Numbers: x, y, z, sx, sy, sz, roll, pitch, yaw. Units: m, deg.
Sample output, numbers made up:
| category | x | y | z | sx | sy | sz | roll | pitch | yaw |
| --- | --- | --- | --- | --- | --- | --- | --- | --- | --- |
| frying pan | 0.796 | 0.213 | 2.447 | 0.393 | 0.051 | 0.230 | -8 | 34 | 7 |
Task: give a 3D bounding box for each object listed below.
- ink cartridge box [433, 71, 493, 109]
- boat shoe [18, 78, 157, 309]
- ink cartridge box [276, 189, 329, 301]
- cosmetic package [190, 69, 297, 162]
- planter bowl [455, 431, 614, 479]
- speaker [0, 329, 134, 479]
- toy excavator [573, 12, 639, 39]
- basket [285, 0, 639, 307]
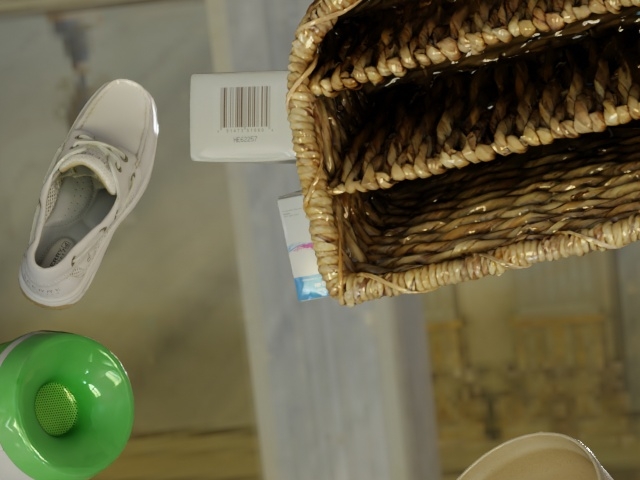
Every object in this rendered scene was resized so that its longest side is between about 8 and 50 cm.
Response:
| category | x | y | z | sx | sy | sz | roll | pitch | yaw |
| --- | --- | --- | --- | --- | --- | --- | --- | --- | --- |
| ink cartridge box | 0.165 | -0.176 | 2.268 | 0.306 | 0.226 | 0.131 | -43 | -144 | -17 |
| boat shoe | -0.237 | -0.063 | 2.083 | 0.098 | 0.277 | 0.096 | 17 | 154 | 1 |
| ink cartridge box | 0.000 | 0.000 | 2.283 | 0.052 | 0.122 | 0.088 | -11 | -175 | 24 |
| cosmetic package | -0.019 | -0.111 | 1.843 | 0.117 | 0.086 | 0.231 | 1 | 180 | 26 |
| planter bowl | 0.163 | 0.231 | 1.407 | 0.162 | 0.109 | 0.162 | -32 | -145 | 26 |
| speaker | -0.276 | 0.149 | 1.600 | 0.131 | 0.131 | 0.296 | -16 | 180 | -41 |
| toy excavator | 0.479 | -0.211 | 1.957 | 0.445 | 0.222 | 0.433 | 25 | -112 | 32 |
| basket | 0.125 | -0.118 | 1.389 | 0.299 | 0.213 | 0.223 | -13 | -155 | 23 |
